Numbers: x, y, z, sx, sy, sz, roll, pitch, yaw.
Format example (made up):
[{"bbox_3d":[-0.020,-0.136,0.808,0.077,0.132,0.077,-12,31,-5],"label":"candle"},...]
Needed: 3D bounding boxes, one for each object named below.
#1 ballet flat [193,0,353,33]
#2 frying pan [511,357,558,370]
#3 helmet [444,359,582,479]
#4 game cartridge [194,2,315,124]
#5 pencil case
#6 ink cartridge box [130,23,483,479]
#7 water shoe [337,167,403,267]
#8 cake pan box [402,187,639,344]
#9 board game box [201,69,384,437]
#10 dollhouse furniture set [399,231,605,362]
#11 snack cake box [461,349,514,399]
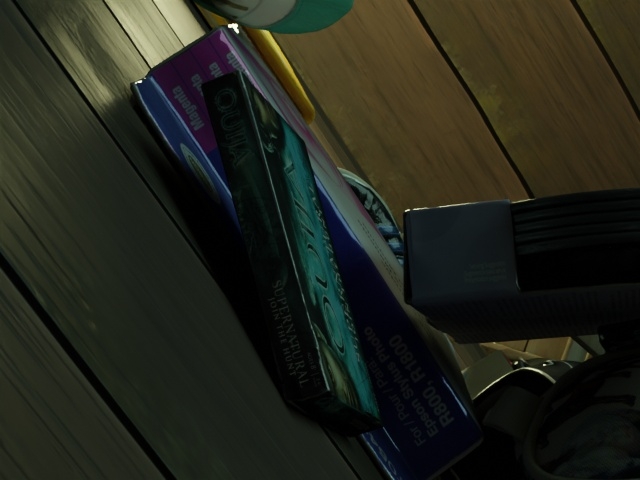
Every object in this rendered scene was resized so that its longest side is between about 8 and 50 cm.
[{"bbox_3d":[-0.086,-0.203,1.047,0.247,0.083,0.087,25,27,-18],"label":"ballet flat"},{"bbox_3d":[0.230,0.152,1.408,0.326,0.053,0.197,56,4,-38],"label":"frying pan"},{"bbox_3d":[0.190,0.177,1.181,0.169,0.161,0.169,56,5,-8],"label":"helmet"},{"bbox_3d":[-0.117,-0.296,1.791,0.285,0.052,0.324,55,7,-24],"label":"game cartridge"},{"bbox_3d":[0.259,0.255,1.034,0.183,0.160,0.410,11,-45,42],"label":"pencil case"},{"bbox_3d":[0.000,0.000,1.019,0.324,0.071,0.330,57,4,-9],"label":"ink cartridge box"},{"bbox_3d":[0.049,0.024,1.292,0.203,0.073,0.080,55,8,-20],"label":"water shoe"},{"bbox_3d":[0.192,0.021,0.995,0.267,0.245,0.070,35,49,-73],"label":"cake pan box"},{"bbox_3d":[-0.013,0.011,0.815,0.126,0.026,0.186,44,28,-69],"label":"board game box"},{"bbox_3d":[0.166,-0.006,1.463,0.303,0.174,0.355,15,-14,35],"label":"dollhouse furniture set"},{"bbox_3d":[0.214,0.232,1.489,0.152,0.089,0.264,63,7,32],"label":"snack cake box"}]
